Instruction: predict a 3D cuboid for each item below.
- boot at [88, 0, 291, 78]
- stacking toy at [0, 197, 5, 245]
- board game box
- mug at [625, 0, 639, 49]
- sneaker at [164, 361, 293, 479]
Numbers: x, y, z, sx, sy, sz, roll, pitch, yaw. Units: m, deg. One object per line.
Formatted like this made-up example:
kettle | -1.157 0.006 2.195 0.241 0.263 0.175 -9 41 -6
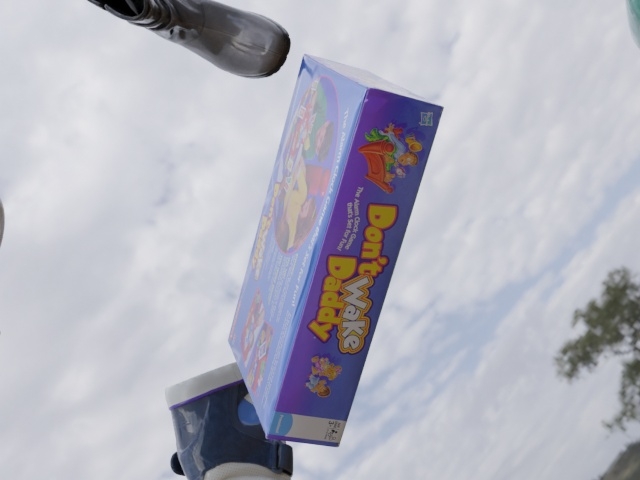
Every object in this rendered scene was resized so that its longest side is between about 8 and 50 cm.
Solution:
boot | -0.236 -0.368 1.596 0.222 0.338 0.118 -2 -68 -63
stacking toy | -0.615 -0.040 1.296 0.141 0.330 0.141 14 -90 -86
board game box | 0.000 0.000 0.972 0.078 0.233 0.347 11 -75 -19
mug | 0.363 -0.259 0.952 0.129 0.158 0.097 -52 -28 -2
sneaker | -0.072 0.291 1.406 0.323 0.236 0.130 -10 -14 -46
